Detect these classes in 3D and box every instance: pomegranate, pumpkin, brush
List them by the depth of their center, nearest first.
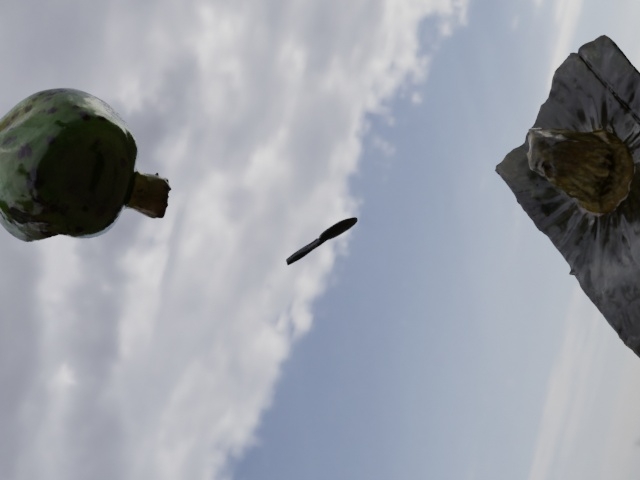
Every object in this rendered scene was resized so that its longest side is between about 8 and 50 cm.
[{"bbox_3d":[0.229,-0.005,0.927,0.131,0.248,0.126,-48,2,22],"label":"pumpkin"},{"bbox_3d":[0.000,0.000,1.239,0.024,0.083,0.008,6,-125,-55],"label":"brush"},{"bbox_3d":[-0.217,-0.069,1.260,0.122,0.169,0.143,104,172,-48],"label":"pomegranate"}]
